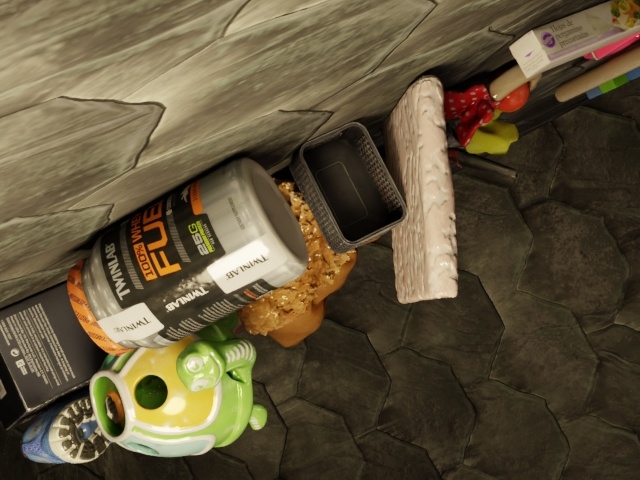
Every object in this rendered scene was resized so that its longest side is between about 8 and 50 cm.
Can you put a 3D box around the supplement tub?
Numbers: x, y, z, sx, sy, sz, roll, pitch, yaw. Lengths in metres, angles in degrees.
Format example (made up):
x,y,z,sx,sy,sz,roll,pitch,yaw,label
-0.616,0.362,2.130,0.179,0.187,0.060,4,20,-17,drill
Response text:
x,y,z,sx,sy,sz,roll,pitch,yaw,label
-0.193,0.031,1.508,0.316,0.194,0.193,-29,176,12,supplement tub

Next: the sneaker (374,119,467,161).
x,y,z,sx,sy,sz,roll,pitch,yaw,label
0.206,-0.180,2.153,0.268,0.101,0.153,-31,180,-45,sneaker

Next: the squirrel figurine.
x,y,z,sx,sy,sz,roll,pitch,yaw,label
0.000,0.000,1.898,0.370,0.281,0.397,-35,180,8,squirrel figurine

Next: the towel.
x,y,z,sx,sy,sz,roll,pitch,yaw,label
0.160,-0.066,1.679,0.053,0.332,0.317,-4,174,-6,towel

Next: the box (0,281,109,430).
x,y,z,sx,sy,sz,roll,pitch,yaw,label
-0.453,0.188,1.922,0.312,0.179,0.343,-24,175,-27,box

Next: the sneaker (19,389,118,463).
x,y,z,sx,sy,sz,roll,pitch,yaw,label
-0.407,0.311,1.846,0.147,0.130,0.330,-13,179,24,sneaker

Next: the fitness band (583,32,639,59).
x,y,z,sx,sy,sz,roll,pitch,yaw,label
0.644,-0.434,2.061,0.209,0.054,0.291,-24,176,-37,fitness band

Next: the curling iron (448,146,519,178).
x,y,z,sx,sy,sz,roll,pitch,yaw,label
0.260,-0.158,2.019,0.274,0.035,0.068,22,-151,32,curling iron

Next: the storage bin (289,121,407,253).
x,y,z,sx,sy,sz,roll,pitch,yaw,label
0.043,-0.083,1.680,0.122,0.180,0.084,-26,175,-16,storage bin

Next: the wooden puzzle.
x,y,z,sx,sy,sz,roll,pitch,yaw,label
0.726,-0.411,2.278,0.347,0.080,0.322,-32,-176,-25,wooden puzzle

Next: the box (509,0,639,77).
x,y,z,sx,sy,sz,roll,pitch,yaw,label
0.458,-0.356,1.761,0.324,0.063,0.067,-25,174,-31,box

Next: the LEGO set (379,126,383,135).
x,y,z,sx,sy,sz,roll,pitch,yaw,label
0.143,-0.213,1.878,0.083,0.023,0.054,-11,168,-21,LEGO set

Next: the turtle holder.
x,y,z,sx,sy,sz,roll,pitch,yaw,label
-0.222,0.241,1.663,0.227,0.243,0.320,-13,-164,-35,turtle holder

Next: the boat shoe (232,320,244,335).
x,y,z,sx,sy,sz,roll,pitch,yaw,label
-0.131,0.073,2.210,0.342,0.123,0.123,-65,172,-48,boat shoe

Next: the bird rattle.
x,y,z,sx,sy,sz,roll,pitch,yaw,label
0.313,-0.264,1.915,0.207,0.143,0.253,-39,162,6,bird rattle
